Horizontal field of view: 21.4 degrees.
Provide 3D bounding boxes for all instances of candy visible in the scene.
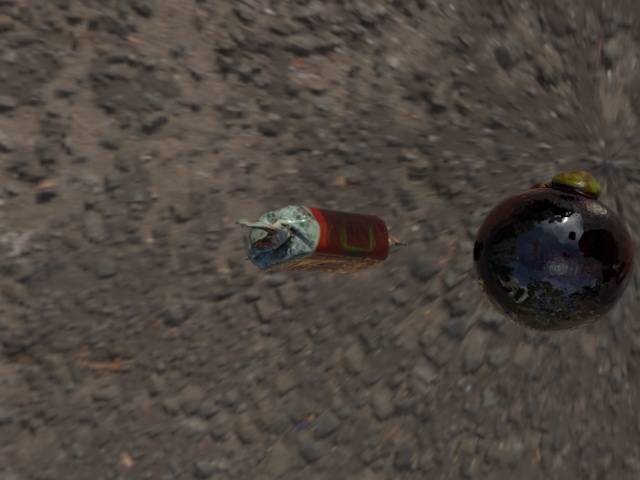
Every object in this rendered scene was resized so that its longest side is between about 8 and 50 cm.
[{"bbox_3d":[0.001,0.001,1.783,0.086,0.292,0.059,-17,77,35],"label":"candy"}]

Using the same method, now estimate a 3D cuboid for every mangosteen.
[{"bbox_3d":[0.214,0.007,1.565,0.152,0.152,0.152,0,93,10],"label":"mangosteen"}]
